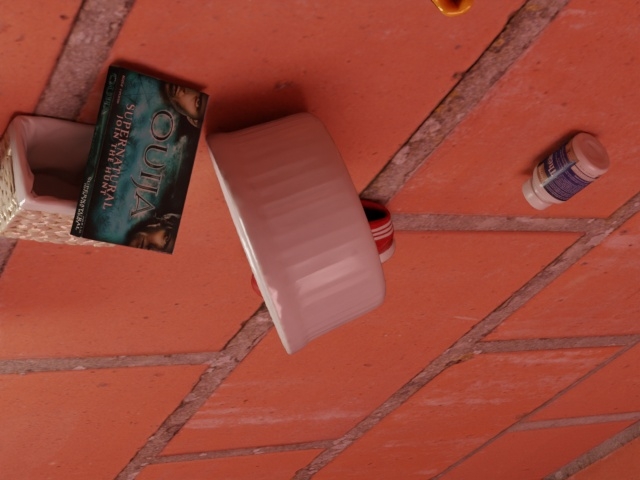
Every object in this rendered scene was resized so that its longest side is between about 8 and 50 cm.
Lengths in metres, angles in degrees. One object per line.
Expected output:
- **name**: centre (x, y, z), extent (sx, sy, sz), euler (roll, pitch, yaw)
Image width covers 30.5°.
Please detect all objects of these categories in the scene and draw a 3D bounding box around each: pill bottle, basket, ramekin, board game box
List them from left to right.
- **basket**: centre (-0.284, -0.061, 1.330), extent (0.167, 0.113, 0.103), euler (6, 149, -37)
- **board game box**: centre (-0.194, -0.084, 1.278), extent (0.126, 0.186, 0.026), euler (12, -178, -44)
- **ramekin**: centre (-0.027, -0.017, 1.387), extent (0.135, 0.277, 0.277), euler (-21, 155, -6)
- **pill bottle**: centre (0.344, -0.094, 1.657), extent (0.067, 0.067, 0.120), euler (7, 146, -38)

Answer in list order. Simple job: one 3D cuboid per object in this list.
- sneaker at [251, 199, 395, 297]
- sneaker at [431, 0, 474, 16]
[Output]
- **sneaker**: centre (0.000, 0.000, 1.665), extent (0.221, 0.087, 0.128), euler (-23, 147, -12)
- **sneaker**: centre (0.108, -0.295, 1.113), extent (0.084, 0.083, 0.215), euler (-21, 152, 15)
